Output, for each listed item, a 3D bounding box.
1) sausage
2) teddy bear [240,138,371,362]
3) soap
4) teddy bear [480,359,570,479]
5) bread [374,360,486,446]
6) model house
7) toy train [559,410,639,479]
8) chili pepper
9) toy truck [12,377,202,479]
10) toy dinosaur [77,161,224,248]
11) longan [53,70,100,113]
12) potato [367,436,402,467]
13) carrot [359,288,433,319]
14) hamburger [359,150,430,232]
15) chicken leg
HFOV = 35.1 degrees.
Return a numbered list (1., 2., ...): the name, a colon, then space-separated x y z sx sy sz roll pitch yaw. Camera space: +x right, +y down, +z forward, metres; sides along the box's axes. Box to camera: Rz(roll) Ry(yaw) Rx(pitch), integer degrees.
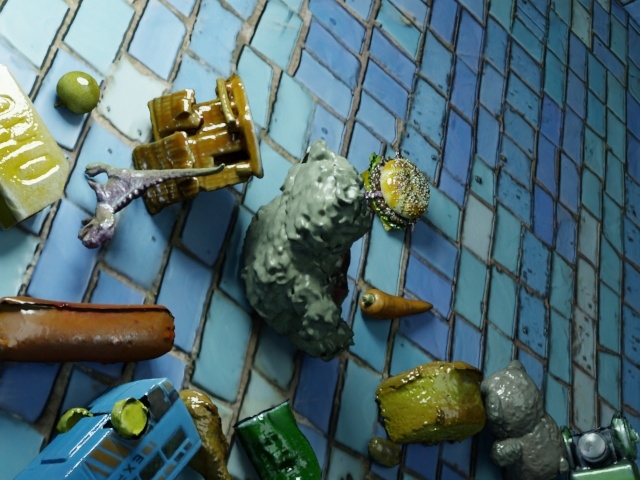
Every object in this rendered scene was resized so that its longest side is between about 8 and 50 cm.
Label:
1. sausage: -0.365 0.140 1.548 0.330 0.102 0.102 7 66 -46
2. teddy bear: 0.000 0.000 1.796 0.224 0.367 0.357 7 61 -30
3. soap: -0.492 -0.147 1.578 0.140 0.073 0.232 -37 99 -44
4. teddy bear: 0.428 0.404 2.186 0.267 0.151 0.236 56 40 -10
5. bread: 0.249 0.323 2.050 0.261 0.147 0.160 13 59 -42
6. model house: -0.222 -0.173 1.786 0.229 0.219 0.199 -18 94 -5
7. toy train: 0.648 0.525 2.287 0.307 0.173 0.248 33 44 -66
8. chili pepper: -0.046 0.415 1.741 0.270 0.099 0.136 63 16 7
9. toy truck: -0.335 0.352 1.429 0.385 0.161 0.162 -47 115 -48
10. toy dinosaur: -0.295 -0.083 1.665 0.251 0.200 0.072 -24 124 -14
11. longan: -0.416 -0.248 1.720 0.083 0.075 0.075 -38 102 -6
12. potato: 0.125 0.409 1.957 0.083 0.040 0.051 33 45 -32
13. carrot: 0.162 0.141 2.129 0.257 0.061 0.061 13 62 -52
14. hamburger: 0.170 -0.115 2.227 0.189 0.093 0.164 52 43 -11
15. chicken leg: -0.174 0.356 1.617 0.087 0.107 0.251 -24 80 -27
